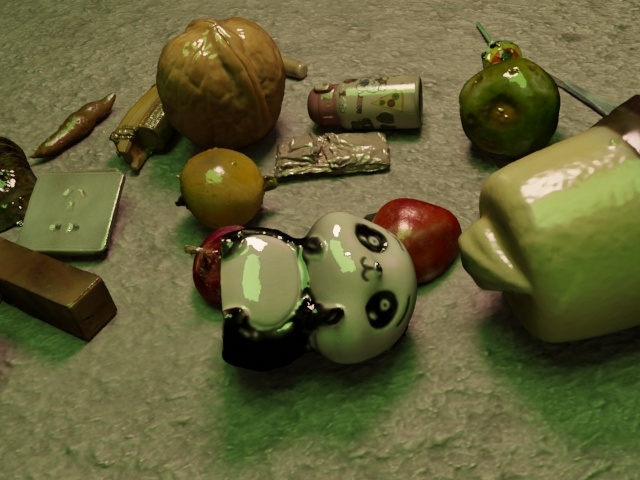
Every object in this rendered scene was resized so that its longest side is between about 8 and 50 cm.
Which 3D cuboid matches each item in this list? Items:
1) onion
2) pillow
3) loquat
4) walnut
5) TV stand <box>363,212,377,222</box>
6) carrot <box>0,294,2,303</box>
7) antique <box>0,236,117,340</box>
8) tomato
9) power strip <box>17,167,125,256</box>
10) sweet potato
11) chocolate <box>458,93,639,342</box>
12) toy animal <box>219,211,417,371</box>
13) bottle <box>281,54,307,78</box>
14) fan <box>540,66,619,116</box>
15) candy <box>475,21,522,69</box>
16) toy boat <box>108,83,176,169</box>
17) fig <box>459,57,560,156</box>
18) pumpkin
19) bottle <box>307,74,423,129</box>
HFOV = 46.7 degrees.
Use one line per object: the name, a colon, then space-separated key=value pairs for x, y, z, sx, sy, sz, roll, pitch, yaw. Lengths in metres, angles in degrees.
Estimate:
onion: x=-0.186 y=0.028 z=1.312 sx=0.150 sy=0.140 sz=0.150 roll=-26 pitch=47 yaw=30
pillow: x=0.024 y=-0.190 z=1.586 sx=0.248 sy=0.049 sz=0.135 roll=-3 pitch=38 yaw=5
loquat: x=-0.186 y=-0.101 z=1.461 sx=0.205 sy=0.149 sz=0.172 roll=-7 pitch=37 yaw=-12
walnut: x=-0.212 y=-0.341 z=1.608 sx=0.277 sy=0.313 sz=0.252 roll=-6 pitch=58 yaw=-4
TV stand: x=0.000 y=0.000 z=1.387 sx=0.256 sy=0.040 sz=0.049 roll=-14 pitch=42 yaw=-3
carrot: x=-0.675 y=0.180 z=1.227 sx=0.331 sy=0.193 sz=0.214 roll=-36 pitch=24 yaw=-18
antique: x=-0.525 y=0.081 z=1.373 sx=0.310 sy=0.093 sz=0.087 roll=17 pitch=49 yaw=28
tomato: x=0.167 y=-0.006 z=1.304 sx=0.166 sy=0.082 sz=0.174 roll=17 pitch=56 yaw=6
power strip: x=-0.509 y=-0.048 z=1.533 sx=0.198 sy=0.064 sz=0.213 roll=-1 pitch=56 yaw=9
sweet potato: x=-0.598 y=-0.278 z=1.807 sx=0.067 sy=0.067 sz=0.274 roll=19 pitch=51 yaw=30
chocolate: x=0.376 y=0.002 z=1.099 sx=0.297 sy=0.326 sz=0.314 roll=-17 pitch=75 yaw=-11
toy animal: x=-0.004 y=0.081 z=1.171 sx=0.310 sy=0.251 sz=0.251 roll=0 pitch=42 yaw=-6
bottle: x=-0.079 y=-0.441 z=1.885 sx=0.096 sy=0.045 sz=0.045 roll=26 pitch=53 yaw=31
fan: x=0.582 y=-0.321 z=1.628 sx=0.057 sy=0.023 sz=0.282 roll=-26 pitch=45 yaw=-14
candy: x=0.413 y=-0.481 z=1.811 sx=0.091 sy=0.083 sz=0.305 roll=-6 pitch=34 yaw=-1
toy boat: x=-0.386 y=-0.282 z=1.741 sx=0.115 sy=0.089 sz=0.310 roll=1 pitch=43 yaw=26
fig: x=0.407 y=-0.286 z=1.533 sx=0.206 sy=0.206 sz=0.275 roll=14 pitch=25 yaw=26
pumpkin: x=-0.690 y=-0.138 z=1.642 sx=0.163 sy=0.111 sz=0.278 roll=8 pitch=44 yaw=14
bottle: x=0.096 y=-0.303 z=1.638 sx=0.253 sy=0.120 sz=0.120 roll=0 pitch=43 yaw=12
